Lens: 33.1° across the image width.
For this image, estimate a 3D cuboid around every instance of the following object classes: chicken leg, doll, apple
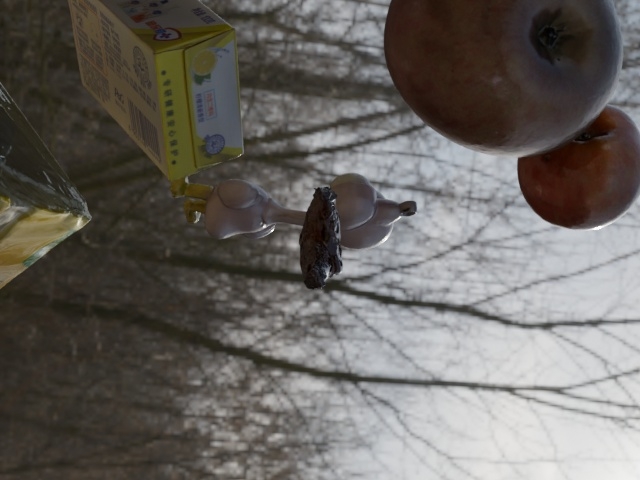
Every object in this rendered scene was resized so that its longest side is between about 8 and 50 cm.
[{"bbox_3d":[0.001,0.004,1.284,0.205,0.053,0.093,-93,-178,-46],"label":"chicken leg"},{"bbox_3d":[-0.037,-0.045,1.611,0.160,0.365,0.094,69,22,-63],"label":"doll"},{"bbox_3d":[0.260,-0.266,1.463,0.269,0.344,0.345,-127,-136,-62],"label":"apple"},{"bbox_3d":[0.401,-0.122,1.648,0.164,0.209,0.209,77,3,-48],"label":"apple"}]

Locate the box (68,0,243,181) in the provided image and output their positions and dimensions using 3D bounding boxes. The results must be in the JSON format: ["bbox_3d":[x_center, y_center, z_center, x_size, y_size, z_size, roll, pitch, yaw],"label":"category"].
[{"bbox_3d":[-0.194,-0.208,1.241,0.265,0.097,0.168,42,-35,44],"label":"box"}]

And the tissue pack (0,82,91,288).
[{"bbox_3d":[-0.477,-0.028,1.071,0.293,0.382,0.228,54,8,9],"label":"tissue pack"}]
